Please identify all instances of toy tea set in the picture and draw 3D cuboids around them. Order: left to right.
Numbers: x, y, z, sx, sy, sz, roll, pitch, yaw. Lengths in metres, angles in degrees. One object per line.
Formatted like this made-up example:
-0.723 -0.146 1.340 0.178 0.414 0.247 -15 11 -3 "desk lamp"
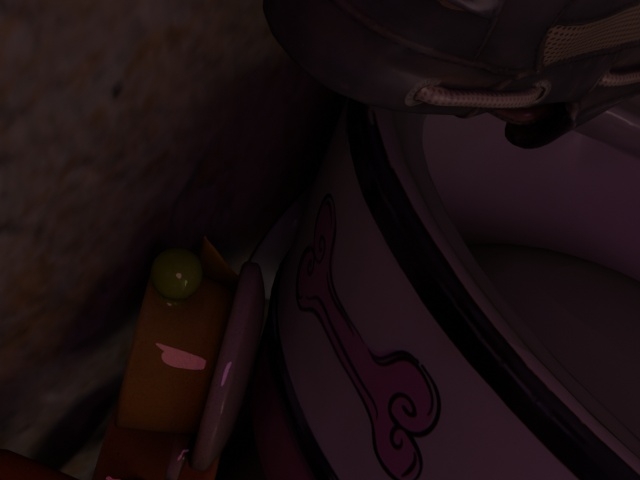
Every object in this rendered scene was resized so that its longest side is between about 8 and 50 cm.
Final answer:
-0.120 0.142 0.691 0.336 0.124 0.200 109 -5 -52 "toy tea set"

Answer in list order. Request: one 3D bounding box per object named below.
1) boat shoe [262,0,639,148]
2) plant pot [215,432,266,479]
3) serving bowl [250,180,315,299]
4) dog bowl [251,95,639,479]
0.084 -0.110 0.575 0.130 0.132 0.355 -44 162 25 "boat shoe"
0.077 0.179 1.015 0.305 0.334 0.334 -45 172 33 "plant pot"
0.000 0.000 0.789 0.083 0.027 0.083 -46 167 -14 "serving bowl"
0.151 0.087 0.684 0.150 0.408 0.408 -54 167 26 "dog bowl"
